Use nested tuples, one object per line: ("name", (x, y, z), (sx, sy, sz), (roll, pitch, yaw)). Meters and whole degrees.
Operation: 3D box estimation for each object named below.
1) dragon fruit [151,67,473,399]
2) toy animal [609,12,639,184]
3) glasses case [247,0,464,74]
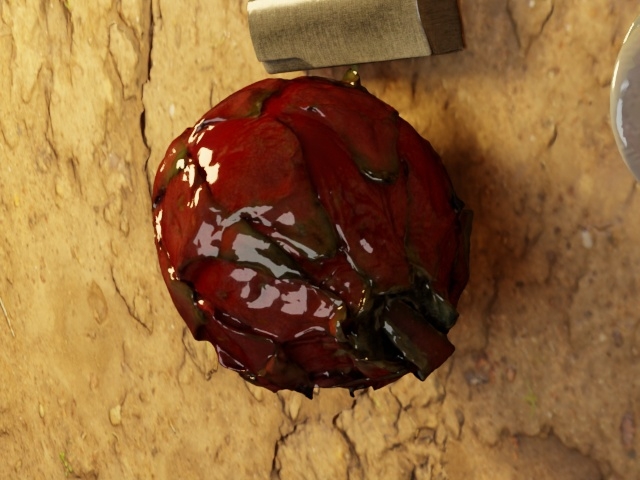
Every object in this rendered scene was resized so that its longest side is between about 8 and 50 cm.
("dragon fruit", (0.000, 0.000, 0.881), (0.299, 0.244, 0.244), (39, 132, 41))
("toy animal", (0.284, -0.128, 0.496), (0.183, 0.247, 0.310), (37, 159, -22))
("glasses case", (0.022, -0.175, 0.923), (0.205, 0.047, 0.071), (4, 109, 49))
